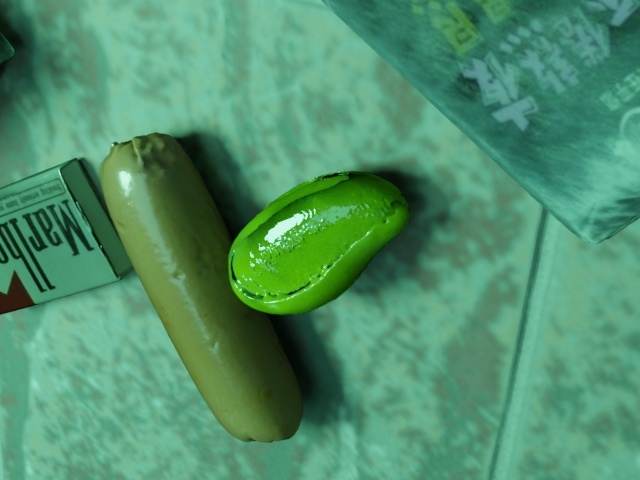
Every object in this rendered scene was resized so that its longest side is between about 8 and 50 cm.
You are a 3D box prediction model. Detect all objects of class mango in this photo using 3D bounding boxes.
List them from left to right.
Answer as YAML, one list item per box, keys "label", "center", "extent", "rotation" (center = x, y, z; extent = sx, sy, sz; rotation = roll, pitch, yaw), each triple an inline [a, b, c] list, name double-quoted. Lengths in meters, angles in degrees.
- label: "mango"
  center: [0.000, 0.000, 0.925]
  extent: [0.165, 0.074, 0.091]
  rotation: [-27, 97, 27]

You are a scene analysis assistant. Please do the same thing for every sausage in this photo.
- label: "sausage"
  center: [-0.098, 0.043, 0.998]
  extent: [0.086, 0.086, 0.289]
  rotation: [-13, 112, 35]

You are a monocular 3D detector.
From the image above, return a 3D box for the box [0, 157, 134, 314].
- label: "box"
  center: [-0.261, 0.000, 1.098]
  extent: [0.177, 0.036, 0.115]
  rotation: [-15, 109, 35]

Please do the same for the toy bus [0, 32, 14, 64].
- label: "toy bus"
  center: [-0.411, -0.116, 1.031]
  extent: [0.275, 0.167, 0.138]
  rotation: [-33, 99, 40]

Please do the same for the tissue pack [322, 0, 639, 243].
- label: "tissue pack"
  center: [0.122, -0.187, 0.686]
  extent: [0.361, 0.122, 0.259]
  rotation: [40, 133, -10]
